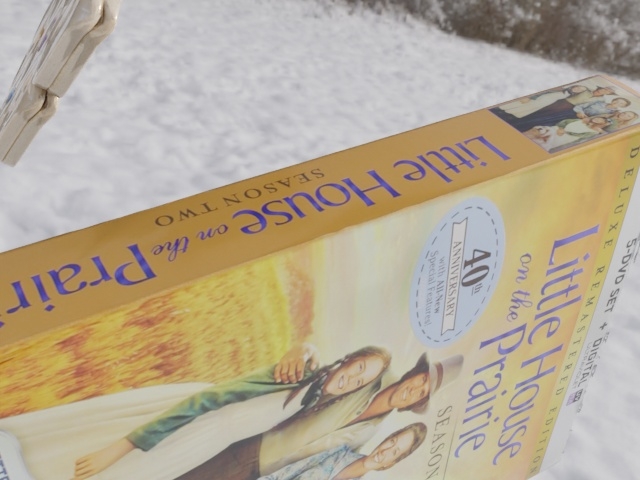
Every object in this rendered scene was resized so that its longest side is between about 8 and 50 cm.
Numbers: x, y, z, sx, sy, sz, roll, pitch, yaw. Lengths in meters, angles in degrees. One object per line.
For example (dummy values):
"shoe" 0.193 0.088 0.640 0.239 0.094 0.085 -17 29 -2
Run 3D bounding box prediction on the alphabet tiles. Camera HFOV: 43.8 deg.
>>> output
"alphabet tiles" -0.131 -0.178 0.488 0.021 0.278 0.284 28 46 -25

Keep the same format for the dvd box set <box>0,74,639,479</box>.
"dvd box set" -0.011 0.099 0.440 0.420 0.307 0.062 -18 43 -24
